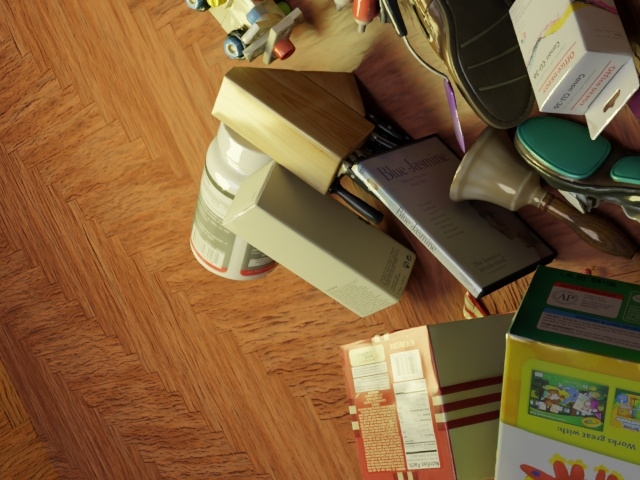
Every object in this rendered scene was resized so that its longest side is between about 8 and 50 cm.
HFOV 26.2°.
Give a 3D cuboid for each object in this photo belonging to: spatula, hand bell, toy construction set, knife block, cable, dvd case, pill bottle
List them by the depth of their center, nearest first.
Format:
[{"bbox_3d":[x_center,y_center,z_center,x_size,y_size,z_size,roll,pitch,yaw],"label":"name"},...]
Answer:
[{"bbox_3d":[0.123,-0.244,1.741,0.296,0.030,0.084,59,-173,-16],"label":"spatula"},{"bbox_3d":[0.301,-0.044,1.784,0.242,0.126,0.126,33,137,18],"label":"hand bell"},{"bbox_3d":[0.053,-0.382,1.809,0.287,0.072,0.139,84,160,-63],"label":"cable"},{"bbox_3d":[0.182,-0.039,1.849,0.253,0.180,0.022,47,131,20],"label":"dvd case"},{"bbox_3d":[0.000,-0.130,1.975,0.088,0.276,0.242,116,148,-48],"label":"knife block"},{"bbox_3d":[-0.117,-0.388,2.032,0.327,0.151,0.215,63,146,17],"label":"toy construction set"},{"bbox_3d":[-0.112,-0.084,2.203,0.161,0.161,0.283,44,141,24],"label":"pill bottle"}]

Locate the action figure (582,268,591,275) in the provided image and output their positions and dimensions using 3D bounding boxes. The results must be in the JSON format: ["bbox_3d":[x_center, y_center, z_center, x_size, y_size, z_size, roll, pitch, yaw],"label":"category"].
[{"bbox_3d":[0.361,0.089,1.844,0.038,0.030,0.115,22,127,49],"label":"action figure"}]

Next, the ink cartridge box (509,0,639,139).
[{"bbox_3d":[0.295,-0.228,1.605,0.115,0.067,0.198,122,144,-50],"label":"ink cartridge box"}]

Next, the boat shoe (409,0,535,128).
[{"bbox_3d":[0.184,-0.285,1.761,0.104,0.111,0.307,167,80,-79],"label":"boat shoe"}]

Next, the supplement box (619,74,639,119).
[{"bbox_3d":[0.393,-0.179,1.574,0.043,0.083,0.055,59,144,3],"label":"supplement box"}]

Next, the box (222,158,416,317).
[{"bbox_3d":[0.000,0.000,2.065,0.275,0.094,0.113,35,148,-19],"label":"box"}]

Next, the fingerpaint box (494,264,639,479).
[{"bbox_3d":[0.438,0.257,1.609,0.445,0.163,0.371,11,125,18],"label":"fingerpaint box"}]

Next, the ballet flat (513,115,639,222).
[{"bbox_3d":[0.356,-0.070,1.691,0.280,0.095,0.096,25,143,40],"label":"ballet flat"}]

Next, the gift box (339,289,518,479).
[{"bbox_3d":[0.207,0.203,1.926,0.255,0.258,0.276,-11,84,56],"label":"gift box"}]
